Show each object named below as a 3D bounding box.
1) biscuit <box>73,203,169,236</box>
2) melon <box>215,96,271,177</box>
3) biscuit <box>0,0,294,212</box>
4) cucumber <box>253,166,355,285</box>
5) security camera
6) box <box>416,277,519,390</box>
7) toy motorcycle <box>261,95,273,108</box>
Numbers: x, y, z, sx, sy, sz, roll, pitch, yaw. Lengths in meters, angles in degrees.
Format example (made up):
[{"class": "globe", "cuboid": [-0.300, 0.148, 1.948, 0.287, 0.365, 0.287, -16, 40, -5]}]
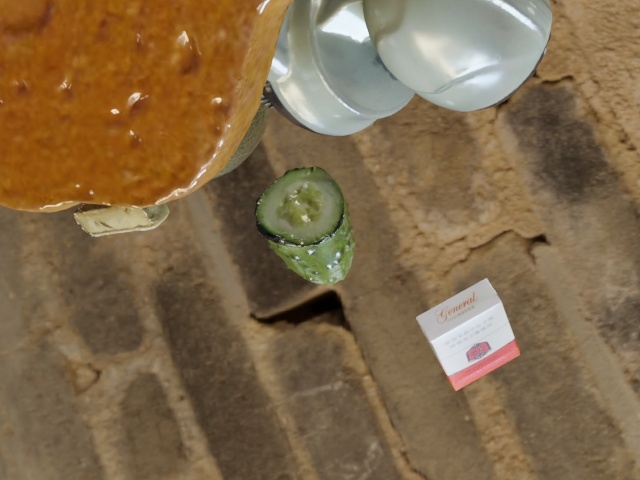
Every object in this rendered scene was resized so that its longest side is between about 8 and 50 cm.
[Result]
[{"class": "biscuit", "cuboid": [-0.290, -0.040, 1.368, 0.188, 0.052, 0.056, -6, -55, 48]}, {"class": "melon", "cuboid": [-0.193, -0.230, 1.484, 0.237, 0.237, 0.302, -41, -154, 35]}, {"class": "biscuit", "cuboid": [-0.222, -0.186, 0.658, 0.455, 0.078, 0.350, -3, -68, 13]}, {"class": "cucumber", "cuboid": [-0.003, 0.001, 1.401, 0.134, 0.244, 0.134, -7, -117, 13]}, {"class": "security camera", "cuboid": [0.081, -0.205, 0.890, 0.277, 0.191, 0.197, -1, -114, 48]}, {"class": "box", "cuboid": [0.188, 0.121, 1.185, 0.100, 0.152, 0.048, -28, -125, 2]}, {"class": "toy motorcycle", "cuboid": [-0.107, -0.243, 1.217, 0.108, 0.307, 0.173, -46, -112, 35]}]
